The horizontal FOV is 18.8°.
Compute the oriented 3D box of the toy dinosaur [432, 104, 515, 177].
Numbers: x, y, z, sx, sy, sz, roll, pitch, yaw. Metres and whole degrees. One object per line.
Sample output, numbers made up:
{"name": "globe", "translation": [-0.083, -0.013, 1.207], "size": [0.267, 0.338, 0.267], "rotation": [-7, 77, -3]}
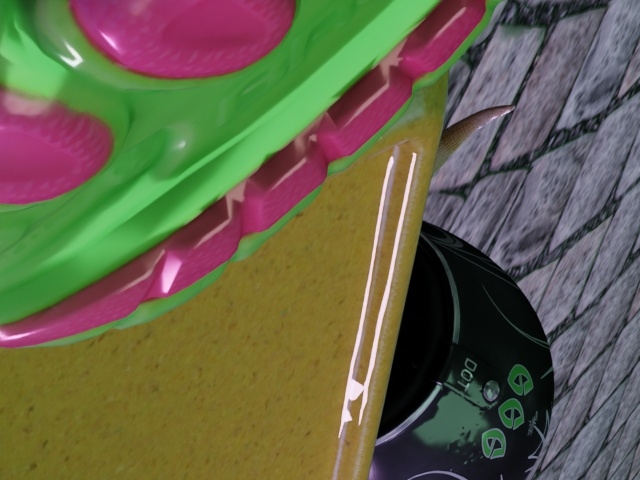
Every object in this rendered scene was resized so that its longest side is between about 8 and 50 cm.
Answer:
{"name": "toy dinosaur", "translation": [0.000, 0.000, 0.832], "size": [0.183, 0.092, 0.053], "rotation": [-52, 165, -7]}

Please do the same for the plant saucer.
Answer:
{"name": "plant saucer", "translation": [-0.088, 0.061, 0.609], "size": [0.332, 0.081, 0.333], "rotation": [-28, 148, -28]}

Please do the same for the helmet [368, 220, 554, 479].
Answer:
{"name": "helmet", "translation": [0.026, 0.066, 0.908], "size": [0.169, 0.169, 0.161], "rotation": [-56, 150, -8]}

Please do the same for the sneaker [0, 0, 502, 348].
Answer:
{"name": "sneaker", "translation": [0.037, -0.195, 0.409], "size": [0.483, 0.202, 0.185], "rotation": [-42, 161, -13]}
